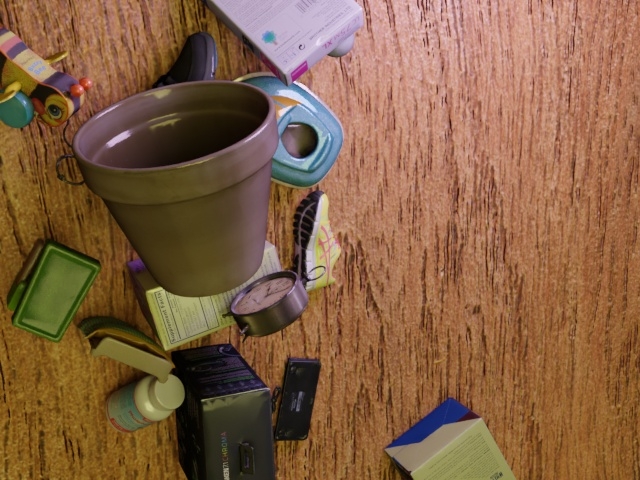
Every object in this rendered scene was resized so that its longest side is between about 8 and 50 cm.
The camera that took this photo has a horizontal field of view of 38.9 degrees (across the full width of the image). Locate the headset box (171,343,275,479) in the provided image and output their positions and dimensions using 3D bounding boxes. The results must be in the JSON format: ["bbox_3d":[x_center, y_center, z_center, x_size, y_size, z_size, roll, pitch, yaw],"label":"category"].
[{"bbox_3d":[-0.184,0.357,1.706,0.131,0.283,0.246,-7,103,-19],"label":"headset box"}]

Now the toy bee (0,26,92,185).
[{"bbox_3d":[-0.462,-0.259,1.528,0.298,0.162,0.195,34,44,-32],"label":"toy bee"}]

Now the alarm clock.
[{"bbox_3d":[-0.069,0.100,1.541,0.192,0.129,0.064,-35,113,-11],"label":"alarm clock"}]

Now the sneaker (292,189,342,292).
[{"bbox_3d":[0.000,0.000,1.816,0.094,0.081,0.209,-3,109,-28],"label":"sneaker"}]

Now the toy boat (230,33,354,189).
[{"bbox_3d":[-0.045,-0.265,1.695,0.267,0.148,0.318,26,92,-24],"label":"toy boat"}]

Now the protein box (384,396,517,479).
[{"bbox_3d":[0.288,0.499,2.000,0.199,0.136,0.201,-35,111,-11],"label":"protein box"}]

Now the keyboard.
[{"bbox_3d":[-0.063,0.332,1.890,0.108,0.023,0.180,6,99,-29],"label":"keyboard"}]

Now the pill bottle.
[{"bbox_3d":[-0.327,0.302,1.698,0.087,0.160,0.087,24,53,-36],"label":"pill bottle"}]

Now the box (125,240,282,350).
[{"bbox_3d":[-0.211,0.078,1.670,0.243,0.213,0.117,-19,109,-17],"label":"box"}]

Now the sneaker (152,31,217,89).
[{"bbox_3d":[-0.290,-0.226,1.623,0.139,0.125,0.341,23,90,-17],"label":"sneaker"}]

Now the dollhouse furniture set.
[{"bbox_3d":[-0.385,0.114,1.621,0.301,0.197,0.151,27,90,-23],"label":"dollhouse furniture set"}]

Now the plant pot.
[{"bbox_3d":[-0.212,-0.072,1.486,0.323,0.323,0.280,-19,124,-16],"label":"plant pot"}]

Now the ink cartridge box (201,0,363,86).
[{"bbox_3d":[-0.092,-0.441,1.623,0.186,0.065,0.311,-41,75,-9],"label":"ink cartridge box"}]
